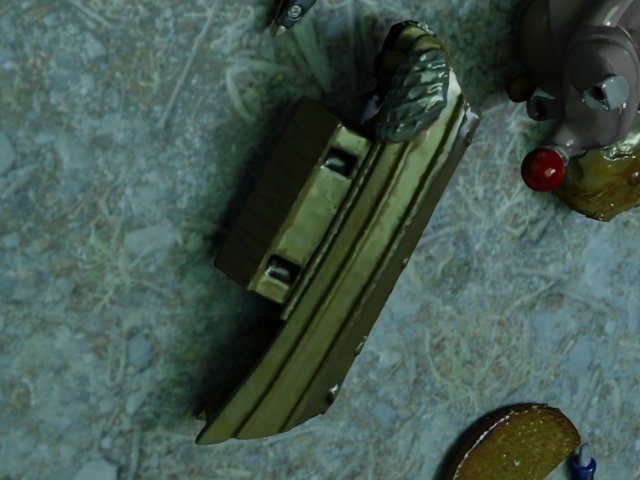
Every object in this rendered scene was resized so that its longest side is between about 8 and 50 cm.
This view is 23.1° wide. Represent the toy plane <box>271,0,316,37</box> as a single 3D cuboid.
[{"bbox_3d":[0.048,-0.317,1.420,0.204,0.103,0.316,28,91,-36],"label":"toy plane"}]

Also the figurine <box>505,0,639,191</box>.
[{"bbox_3d":[0.264,-0.185,1.549,0.287,0.186,0.176,-65,145,-41],"label":"figurine"}]

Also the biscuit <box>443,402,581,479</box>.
[{"bbox_3d":[0.201,0.251,1.762,0.206,0.025,0.126,-40,123,-16],"label":"biscuit"}]

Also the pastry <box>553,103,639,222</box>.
[{"bbox_3d":[0.316,-0.086,1.666,0.153,0.081,0.153,-26,154,-14],"label":"pastry"}]

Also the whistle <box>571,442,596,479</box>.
[{"bbox_3d":[0.305,0.270,1.830,0.033,0.029,0.083,-23,129,-26],"label":"whistle"}]

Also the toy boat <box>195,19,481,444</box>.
[{"bbox_3d":[0.000,0.000,1.475,0.162,0.136,0.445,24,101,-12],"label":"toy boat"}]
